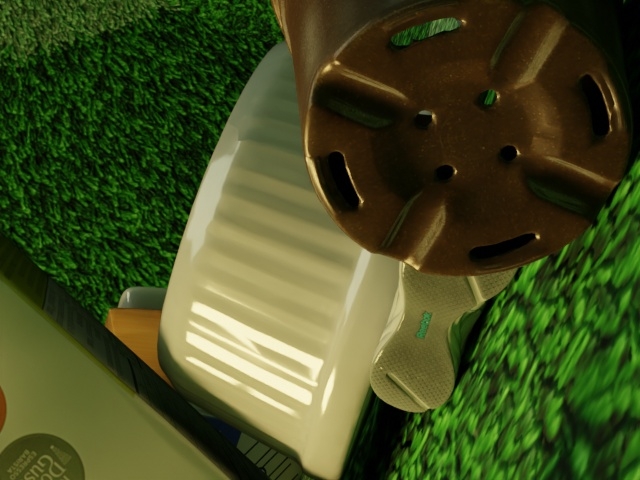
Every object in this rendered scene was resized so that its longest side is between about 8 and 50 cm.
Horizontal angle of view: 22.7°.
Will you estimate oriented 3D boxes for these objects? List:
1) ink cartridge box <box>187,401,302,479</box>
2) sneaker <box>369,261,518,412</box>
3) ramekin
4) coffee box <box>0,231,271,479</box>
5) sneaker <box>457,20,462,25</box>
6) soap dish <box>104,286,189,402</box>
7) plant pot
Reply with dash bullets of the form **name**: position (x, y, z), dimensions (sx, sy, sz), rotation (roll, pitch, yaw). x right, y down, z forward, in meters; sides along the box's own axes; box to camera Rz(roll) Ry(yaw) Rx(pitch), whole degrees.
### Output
- **ink cartridge box**: position (-0.089, 0.189, 1.314), dimensions (0.207, 0.046, 0.097), rotation (21, -91, -56)
- **sneaker**: position (0.062, 0.016, 0.787), dimensions (0.061, 0.053, 0.152), rotation (-69, 1, -48)
- **ramekin**: position (0.000, 0.000, 0.957), dimensions (0.273, 0.127, 0.273), rotation (21, -90, -85)
- **coffee box**: position (-0.235, 0.205, 1.029), dimensions (0.337, 0.334, 0.338), rotation (-48, 9, -5)
- **sneaker**: position (0.132, -0.243, 1.007), dimensions (0.095, 0.090, 0.235), rotation (1, -69, -83)
- **soap dish**: position (-0.128, 0.160, 1.706), dimensions (0.291, 0.228, 0.118), rotation (117, 156, -62)
- **plant pot**: position (0.056, -0.082, 0.662), dimensions (0.165, 0.167, 0.167), rotation (-88, 18, -57)
